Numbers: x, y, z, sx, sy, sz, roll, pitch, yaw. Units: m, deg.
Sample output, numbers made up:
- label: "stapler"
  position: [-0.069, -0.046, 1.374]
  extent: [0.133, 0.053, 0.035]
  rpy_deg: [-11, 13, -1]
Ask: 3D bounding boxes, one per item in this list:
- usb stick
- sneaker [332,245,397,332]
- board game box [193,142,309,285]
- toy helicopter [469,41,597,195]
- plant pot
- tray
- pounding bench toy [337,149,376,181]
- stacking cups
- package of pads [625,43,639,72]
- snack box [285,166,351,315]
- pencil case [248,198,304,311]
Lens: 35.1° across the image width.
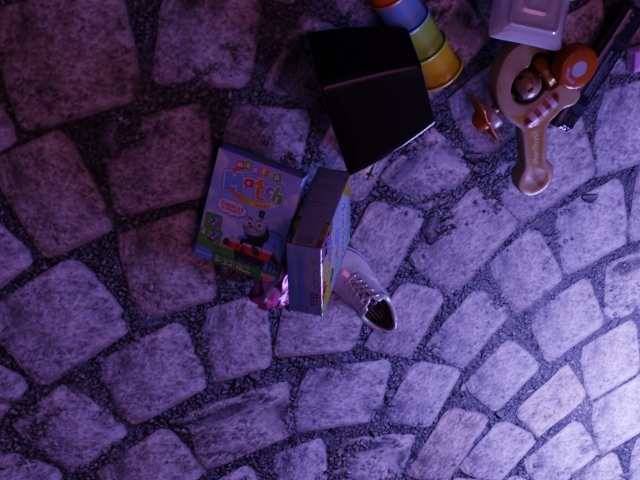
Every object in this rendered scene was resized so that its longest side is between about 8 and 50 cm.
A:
- label: "usb stick"
  position: [0.543, -0.342, 1.992]
  extent: [0.077, 0.045, 0.278]
  rpy_deg: [13, 113, -49]
- label: "sneaker"
  position: [0.079, 0.091, 1.986]
  extent: [0.094, 0.091, 0.258]
  rpy_deg: [-45, 130, 4]
- label: "board game box"
  position: [-0.124, -0.045, 1.766]
  extent: [0.160, 0.039, 0.211]
  rpy_deg: [21, 114, 10]
- label: "toy helicopter"
  position: [0.388, -0.227, 1.927]
  extent: [0.235, 0.140, 0.355]
  rpy_deg: [-22, 130, -13]
- label: "plant pot"
  position: [0.090, -0.251, 1.684]
  extent: [0.167, 0.188, 0.187]
  rpy_deg: [-16, 128, 6]
- label: "tray"
  position: [0.383, -0.476, 1.754]
  extent: [0.145, 0.030, 0.270]
  rpy_deg: [8, 95, -16]
- label: "pounding bench toy"
  position: [0.088, -0.155, 1.861]
  extent: [0.065, 0.052, 0.083]
  rpy_deg: [-47, 129, 5]
- label: "stacking cups"
  position: [0.141, -0.398, 1.713]
  extent: [0.096, 0.096, 0.316]
  rpy_deg: [-38, 128, -2]
- label: "package of pads"
  position: [0.657, -0.374, 2.042]
  extent: [0.083, 0.032, 0.050]
  rpy_deg: [-18, 127, -18]
- label: "snack box"
  position: [0.000, 0.000, 1.801]
  extent: [0.070, 0.207, 0.174]
  rpy_deg: [10, 136, 11]
- label: "pencil case"
  position: [-0.078, 0.023, 1.850]
  extent: [0.098, 0.095, 0.209]
  rpy_deg: [-42, 145, -60]
